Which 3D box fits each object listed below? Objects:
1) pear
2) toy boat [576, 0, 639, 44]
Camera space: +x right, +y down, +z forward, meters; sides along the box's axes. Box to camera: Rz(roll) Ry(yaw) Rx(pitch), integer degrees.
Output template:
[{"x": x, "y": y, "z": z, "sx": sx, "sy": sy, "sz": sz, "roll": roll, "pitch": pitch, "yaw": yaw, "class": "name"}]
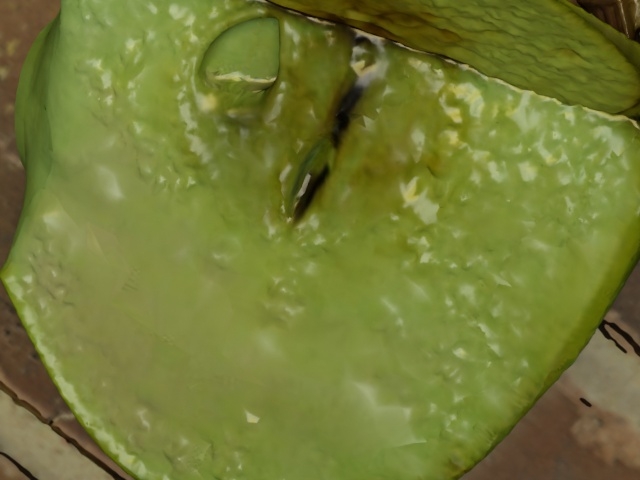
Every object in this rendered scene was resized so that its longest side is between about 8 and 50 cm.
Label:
[{"x": 0.000, "y": 0.000, "z": 0.702, "sx": 0.286, "sy": 0.176, "sz": 0.281, "roll": 20, "pitch": 112, "yaw": 11, "class": "pear"}, {"x": 0.168, "y": -0.095, "z": 0.702, "sx": 0.088, "sy": 0.068, "sz": 0.226, "roll": -12, "pitch": 106, "yaw": 21, "class": "toy boat"}]
